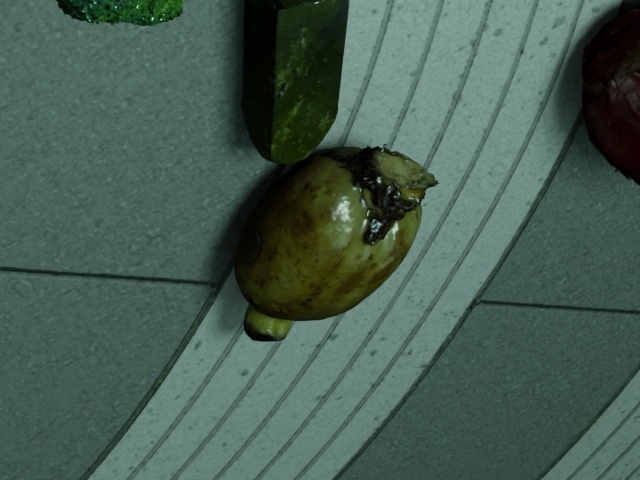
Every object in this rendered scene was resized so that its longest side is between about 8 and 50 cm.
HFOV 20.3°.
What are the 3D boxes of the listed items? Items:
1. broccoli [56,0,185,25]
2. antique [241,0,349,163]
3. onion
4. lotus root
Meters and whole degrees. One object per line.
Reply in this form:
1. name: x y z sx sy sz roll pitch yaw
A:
1. broccoli: -0.169 -0.311 1.409 0.245 0.265 0.294 -33 118 -16
2. antique: -0.029 -0.177 1.784 0.080 0.081 0.221 -16 139 -18
3. onion: 0.421 -0.178 2.000 0.281 0.221 0.281 -35 171 -6
4. lotus root: 0.000 0.000 1.944 0.169 0.141 0.314 13 132 -39
